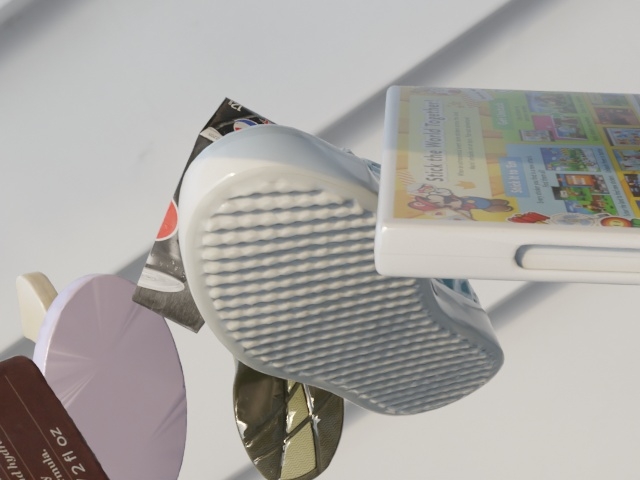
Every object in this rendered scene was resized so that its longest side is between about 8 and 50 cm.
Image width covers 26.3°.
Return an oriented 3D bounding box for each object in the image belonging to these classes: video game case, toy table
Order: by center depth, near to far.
[{"bbox_3d":[0.131,-0.030,0.626,0.227,0.206,0.026,-79,-9,-69],"label":"video game case"},{"bbox_3d":[-0.263,0.169,1.478,0.252,0.161,0.274,2,-89,-41],"label":"toy table"}]

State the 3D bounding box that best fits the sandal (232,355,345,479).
[{"bbox_3d":[-0.047,0.123,1.507,0.086,0.120,0.303,64,-172,-65],"label":"sandal"}]

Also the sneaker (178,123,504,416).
[{"bbox_3d":[0.000,0.000,0.860,0.150,0.135,0.366,65,-172,30],"label":"sneaker"}]

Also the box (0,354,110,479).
[{"bbox_3d":[-0.245,0.200,0.822,0.203,0.167,0.168,-18,-112,-53],"label":"box"}]

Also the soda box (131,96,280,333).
[{"bbox_3d":[-0.078,-0.015,0.968,0.060,0.169,0.053,27,-141,1],"label":"soda box"}]
